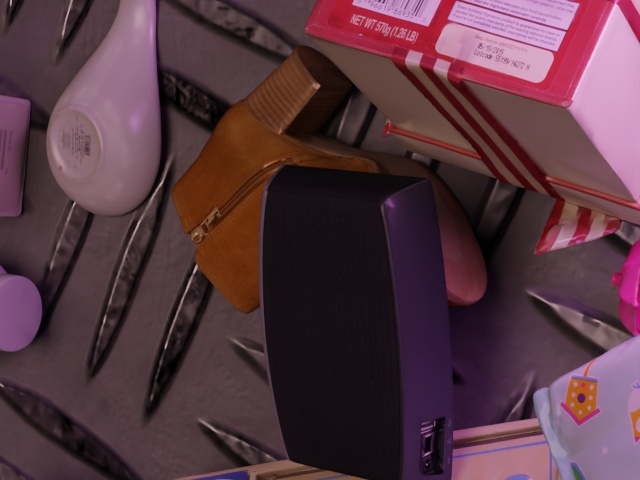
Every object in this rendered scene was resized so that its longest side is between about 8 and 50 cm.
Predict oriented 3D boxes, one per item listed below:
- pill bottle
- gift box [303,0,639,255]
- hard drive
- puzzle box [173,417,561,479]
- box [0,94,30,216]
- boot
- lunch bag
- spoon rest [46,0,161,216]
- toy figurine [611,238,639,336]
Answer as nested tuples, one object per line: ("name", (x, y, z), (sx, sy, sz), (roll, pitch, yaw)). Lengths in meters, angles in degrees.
("pill bottle", (-0.368, 0.062, 1.755), (0.184, 0.103, 0.103), (6, 92, 34))
("gift box", (0.151, -0.154, 1.317), (0.255, 0.258, 0.276), (25, 84, 31))
("hard drive", (0.024, 0.072, 1.426), (0.172, 0.054, 0.255), (8, 109, 41))
("puzzle box", (0.036, 0.301, 1.457), (0.409, 0.052, 0.272), (-15, 58, 32))
("box", (-0.457, -0.097, 1.794), (0.311, 0.148, 0.121), (6, 92, 32))
("boot", (-0.001, -0.001, 1.528), (0.211, 0.104, 0.295), (-51, 61, 29))
("lunch bag", (0.313, 0.137, 1.215), (0.223, 0.262, 0.160), (-32, 57, 31))
("spoon rest", (-0.199, -0.157, 1.676), (0.137, 0.084, 0.276), (18, 112, 34))
("toy figurine", (0.300, 0.037, 1.331), (0.159, 0.130, 0.173), (-30, 98, 43))
